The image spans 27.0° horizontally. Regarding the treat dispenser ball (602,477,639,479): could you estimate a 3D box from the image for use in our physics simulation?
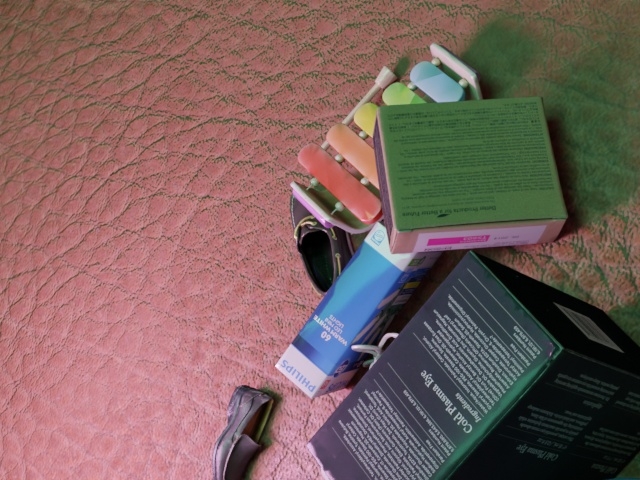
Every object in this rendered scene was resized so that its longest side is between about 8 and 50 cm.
[{"bbox_3d":[0.344,0.407,1.462,0.288,0.288,0.288,-15,66,36],"label":"treat dispenser ball"}]

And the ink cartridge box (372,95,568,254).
[{"bbox_3d":[0.198,-0.089,1.810,0.234,0.088,0.193,-4,67,-6],"label":"ink cartridge box"}]

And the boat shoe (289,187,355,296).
[{"bbox_3d":[0.000,0.000,2.045,0.081,0.068,0.228,-41,53,22],"label":"boat shoe"}]

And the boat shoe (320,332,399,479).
[{"bbox_3d":[0.104,0.202,1.859,0.156,0.135,0.367,42,113,44],"label":"boat shoe"}]

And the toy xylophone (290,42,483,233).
[{"bbox_3d":[0.089,-0.154,1.979,0.323,0.081,0.236,-51,47,-5],"label":"toy xylophone"}]

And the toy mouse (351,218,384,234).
[{"bbox_3d":[0.103,-0.053,2.001,0.143,0.031,0.161,-46,51,18],"label":"toy mouse"}]

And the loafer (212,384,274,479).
[{"bbox_3d":[-0.120,0.309,2.047,0.061,0.062,0.170,8,82,37],"label":"loafer"}]

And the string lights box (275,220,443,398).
[{"bbox_3d":[0.056,0.097,1.906,0.076,0.133,0.260,39,104,17],"label":"string lights box"}]

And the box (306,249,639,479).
[{"bbox_3d":[0.217,0.216,1.600,0.312,0.343,0.179,-51,51,13],"label":"box"}]
